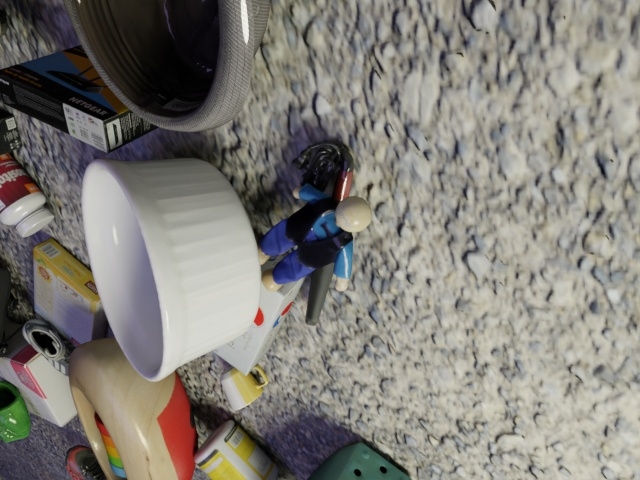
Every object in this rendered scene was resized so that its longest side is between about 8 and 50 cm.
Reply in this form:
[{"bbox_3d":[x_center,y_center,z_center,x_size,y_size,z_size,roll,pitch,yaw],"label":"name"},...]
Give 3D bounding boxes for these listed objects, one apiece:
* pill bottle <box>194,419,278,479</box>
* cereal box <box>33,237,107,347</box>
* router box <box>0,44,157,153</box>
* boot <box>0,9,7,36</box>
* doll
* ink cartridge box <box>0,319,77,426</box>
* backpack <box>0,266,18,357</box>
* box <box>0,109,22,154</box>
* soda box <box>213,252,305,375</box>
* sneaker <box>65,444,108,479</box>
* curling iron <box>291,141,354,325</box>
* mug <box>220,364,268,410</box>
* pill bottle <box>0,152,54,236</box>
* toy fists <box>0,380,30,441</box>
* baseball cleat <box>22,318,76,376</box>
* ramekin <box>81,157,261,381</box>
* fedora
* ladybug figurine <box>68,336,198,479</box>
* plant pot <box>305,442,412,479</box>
[{"bbox_3d":[-0.149,0.451,1.005,0.184,0.103,0.103,46,134,-1],"label":"pill bottle"},{"bbox_3d":[-0.521,0.127,1.073,0.173,0.047,0.240,38,135,6],"label":"cereal box"},{"bbox_3d":[-0.277,-0.180,0.631,0.179,0.133,0.046,25,132,18],"label":"router box"},{"bbox_3d":[-0.540,-0.259,0.779,0.247,0.083,0.161,7,120,26],"label":"boot"},{"bbox_3d":[-0.007,0.002,0.581,0.189,0.046,0.129,-33,83,46],"label":"doll"},{"bbox_3d":[-0.741,0.331,1.317,0.283,0.117,0.207,6,123,32],"label":"ink cartridge box"},{"bbox_3d":[-0.919,0.159,1.229,0.356,0.274,0.289,17,95,47],"label":"backpack"},{"bbox_3d":[-0.566,-0.191,0.880,0.083,0.052,0.062,22,129,19],"label":"box"},{"bbox_3d":[-0.092,0.104,0.749,0.074,0.069,0.216,35,134,9],"label":"soda box"},{"bbox_3d":[-0.635,0.708,1.523,0.135,0.097,0.276,-29,103,44],"label":"sneaker"},{"bbox_3d":[0.000,0.000,0.636,0.068,0.035,0.273,23,130,26],"label":"curling iron"},{"bbox_3d":[-0.135,0.246,0.895,0.064,0.078,0.062,59,166,-2],"label":"mug"},{"bbox_3d":[-0.557,-0.085,0.924,0.086,0.086,0.152,-29,102,43],"label":"pill bottle"},{"bbox_3d":[-0.837,0.411,1.290,0.280,0.096,0.142,18,130,22],"label":"toy fists"},{"bbox_3d":[-0.581,0.260,1.154,0.110,0.072,0.206,17,152,51],"label":"baseball cleat"},{"bbox_3d":[-0.193,0.025,0.660,0.277,0.135,0.276,25,122,47],"label":"ramekin"},{"bbox_3d":[-0.133,-0.243,0.495,0.244,0.124,0.275,27,138,19],"label":"fedora"},{"bbox_3d":[-0.360,0.373,1.034,0.305,0.162,0.448,27,130,36],"label":"ladybug figurine"},{"bbox_3d":[0.041,0.454,0.844,0.166,0.165,0.234,33,125,11],"label":"plant pot"}]
